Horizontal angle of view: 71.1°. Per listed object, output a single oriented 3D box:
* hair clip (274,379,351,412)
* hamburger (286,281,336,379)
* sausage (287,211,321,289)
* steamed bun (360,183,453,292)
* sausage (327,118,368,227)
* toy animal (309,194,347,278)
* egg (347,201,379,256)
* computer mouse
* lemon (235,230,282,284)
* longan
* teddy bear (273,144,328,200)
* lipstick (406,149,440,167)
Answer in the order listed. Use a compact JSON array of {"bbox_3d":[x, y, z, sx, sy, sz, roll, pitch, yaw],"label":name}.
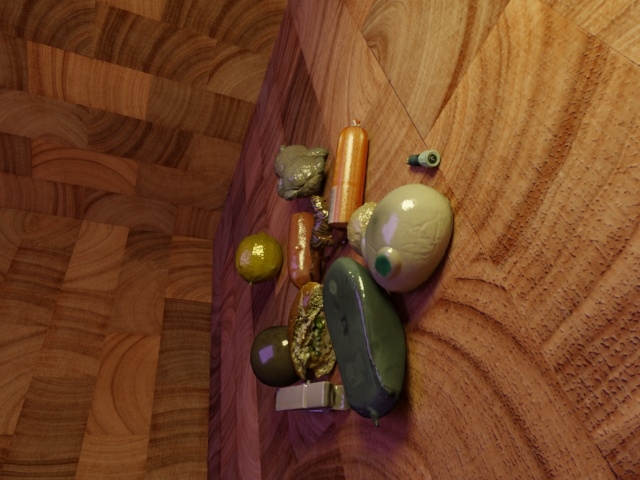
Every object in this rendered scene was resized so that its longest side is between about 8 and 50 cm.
[{"bbox_3d":[-0.028,0.431,1.241,0.331,0.101,0.085,140,140,-57],"label":"hair clip"},{"bbox_3d":[-0.024,0.238,1.251,0.156,0.144,0.282,-139,60,-64],"label":"hamburger"},{"bbox_3d":[-0.053,0.039,1.455,0.113,0.114,0.258,136,140,-57],"label":"sausage"},{"bbox_3d":[0.161,-0.006,0.908,0.228,0.131,0.177,-70,25,20],"label":"steamed bun"},{"bbox_3d":[0.082,-0.191,1.250,0.093,0.093,0.311,163,116,-67],"label":"sausage"},{"bbox_3d":[0.003,0.001,1.328,0.114,0.117,0.255,-136,58,-67],"label":"toy animal"},{"bbox_3d":[0.121,-0.025,1.056,0.116,0.118,0.140,-31,-45,-58],"label":"egg"},{"bbox_3d":[0.104,0.208,0.974,0.188,0.122,0.370,123,143,-52],"label":"computer mouse"},{"bbox_3d":[-0.251,0.074,1.838,0.192,0.193,0.230,157,128,-65],"label":"lemon"},{"bbox_3d":[-0.121,0.356,1.391,0.213,0.198,0.197,-15,62,32],"label":"longan"},{"bbox_3d":[-0.069,-0.242,1.571,0.236,0.151,0.267,-47,39,7],"label":"teddy bear"},{"bbox_3d":[0.217,-0.177,0.979,0.116,0.037,0.037,-153,74,-72],"label":"lipstick"}]
